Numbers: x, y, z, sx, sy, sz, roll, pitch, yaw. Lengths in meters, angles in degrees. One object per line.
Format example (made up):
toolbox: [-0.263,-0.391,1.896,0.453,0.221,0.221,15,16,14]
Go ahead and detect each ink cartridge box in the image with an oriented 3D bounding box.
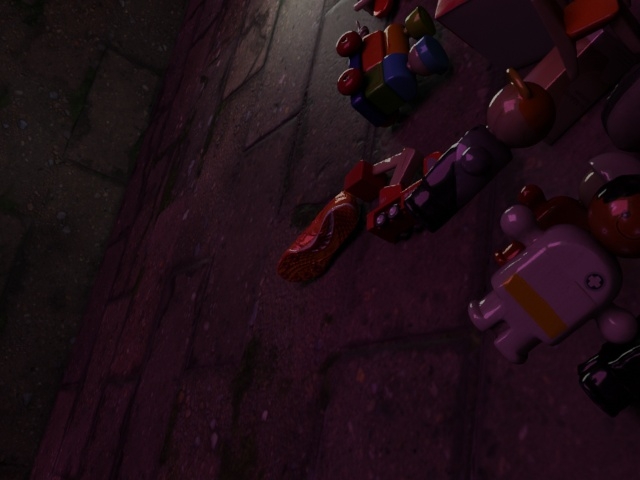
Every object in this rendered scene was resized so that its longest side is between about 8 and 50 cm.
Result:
ink cartridge box: [0.230,-0.309,0.695,0.127,0.128,0.176,-11,60,56]

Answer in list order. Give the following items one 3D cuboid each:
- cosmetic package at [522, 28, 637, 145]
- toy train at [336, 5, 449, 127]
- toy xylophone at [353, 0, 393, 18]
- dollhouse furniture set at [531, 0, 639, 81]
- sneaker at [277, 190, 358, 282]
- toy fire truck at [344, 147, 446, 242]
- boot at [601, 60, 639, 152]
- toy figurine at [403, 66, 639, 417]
cosmetic package: [0.247,-0.158,0.626,0.115,0.060,0.041,-50,31,29]
toy train: [0.107,-0.298,0.929,0.143,0.105,0.248,-29,45,33]
toy xylophone: [0.151,-0.477,0.996,0.323,0.081,0.236,-15,56,54]
dollhouse furniture set: [0.299,-0.296,0.506,0.262,0.135,0.259,-20,40,35]
sneaker: [0.000,0.000,0.934,0.175,0.064,0.067,-44,16,26]
toy fire truck: [0.106,-0.072,0.808,0.192,0.047,0.135,-34,41,43]
boot: [0.323,-0.087,0.435,0.246,0.083,0.161,-32,49,47]
toy figurine: [0.189,-0.003,0.455,0.148,0.210,0.213,-46,35,22]
